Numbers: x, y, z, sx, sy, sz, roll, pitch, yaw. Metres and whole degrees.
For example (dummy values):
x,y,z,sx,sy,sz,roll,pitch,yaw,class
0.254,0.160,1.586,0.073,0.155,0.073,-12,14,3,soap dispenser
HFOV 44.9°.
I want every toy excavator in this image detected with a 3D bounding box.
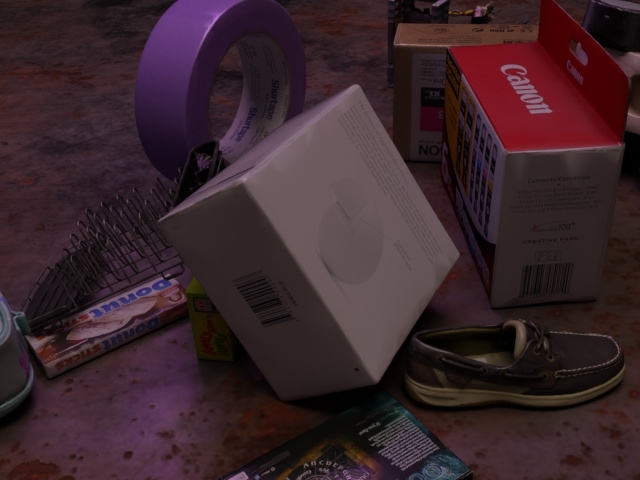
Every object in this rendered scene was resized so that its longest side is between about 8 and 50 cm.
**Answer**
x,y,z,sx,sy,sz,roll,pitch,yaw,class
0.526,-0.263,1.219,0.445,0.222,0.433,-15,33,-41,toy excavator

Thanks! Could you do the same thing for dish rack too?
x,y,z,sx,sy,sz,roll,pitch,yaw,class
-0.227,-0.004,0.896,0.271,0.074,0.208,-24,23,9,dish rack

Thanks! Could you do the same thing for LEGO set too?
x,y,z,sx,sy,sz,roll,pitch,yaw,class
0.270,-0.377,1.379,0.331,0.192,0.255,24,42,34,LEGO set

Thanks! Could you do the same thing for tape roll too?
x,y,z,sx,sy,sz,roll,pitch,yaw,class
-0.130,-0.203,1.081,0.090,0.275,0.275,16,39,29,tape roll

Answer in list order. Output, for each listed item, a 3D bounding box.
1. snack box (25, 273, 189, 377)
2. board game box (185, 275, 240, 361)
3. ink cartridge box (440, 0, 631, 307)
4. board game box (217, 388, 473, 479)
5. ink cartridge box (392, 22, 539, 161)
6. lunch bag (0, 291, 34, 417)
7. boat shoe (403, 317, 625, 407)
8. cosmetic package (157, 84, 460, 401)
x,y,z,sx,sy,sz,roll,pitch,yaw,class
-0.234,0.093,0.876,0.178,0.022,0.064,-25,38,-28,snack box
-0.100,0.041,0.879,0.043,0.092,0.181,4,34,9,board game box
0.239,-0.123,0.934,0.130,0.272,0.309,-4,33,-2,ink cartridge box
0.022,0.212,0.675,0.186,0.026,0.126,-22,39,-26,board game box
0.225,-0.213,1.138,0.234,0.193,0.088,3,37,10,ink cartridge box
-0.427,0.106,0.798,0.224,0.108,0.279,-21,38,-28,lunch bag
0.193,0.114,0.762,0.223,0.073,0.080,-4,34,-1,boat shoe
0.000,0.000,0.789,0.138,0.224,0.225,-20,18,42,cosmetic package
